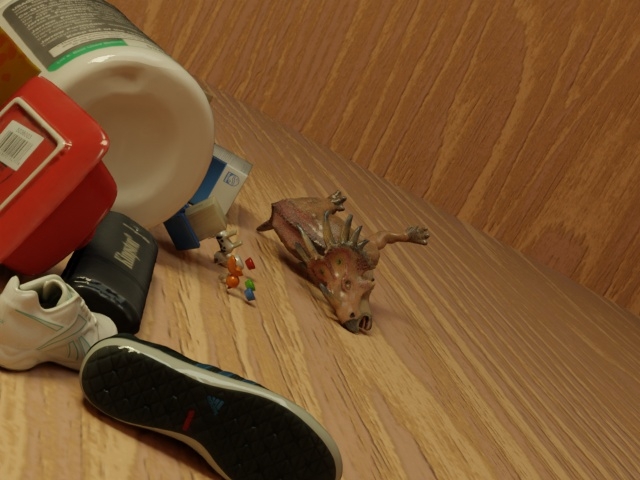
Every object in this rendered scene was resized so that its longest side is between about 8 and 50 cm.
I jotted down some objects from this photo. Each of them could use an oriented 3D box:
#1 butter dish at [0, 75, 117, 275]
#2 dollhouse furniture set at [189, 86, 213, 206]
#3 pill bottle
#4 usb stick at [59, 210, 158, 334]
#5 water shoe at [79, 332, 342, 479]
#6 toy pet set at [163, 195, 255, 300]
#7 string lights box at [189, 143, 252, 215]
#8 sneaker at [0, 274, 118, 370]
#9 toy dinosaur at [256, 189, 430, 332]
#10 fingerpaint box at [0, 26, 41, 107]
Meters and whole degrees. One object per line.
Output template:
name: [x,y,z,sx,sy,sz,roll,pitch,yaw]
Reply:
butter dish: [-0.235,-0.033,1.018,0.160,0.160,0.118,39,-6,45]
dollhouse furniture set: [-0.182,-0.113,1.512,0.144,0.151,0.123,18,16,-44]
pill bottle: [-0.272,-0.164,1.343,0.204,0.204,0.361,23,13,-35]
usb stick: [-0.188,0.027,1.089,0.077,0.045,0.278,28,10,-10]
water shoe: [-0.074,0.120,0.874,0.203,0.073,0.080,30,7,-6]
toy pet set: [-0.127,0.014,1.368,0.122,0.065,0.114,-100,164,-74]
string lights box: [-0.227,-0.133,1.694,0.259,0.077,0.133,29,9,-5]
sneaker: [-0.188,0.059,0.882,0.053,0.061,0.152,32,8,20]
toy dinosaur: [0.000,0.000,1.586,0.295,0.127,0.200,30,15,36]
fingerpaint box: [-0.486,-0.273,0.976,0.445,0.163,0.371,38,-7,14]
